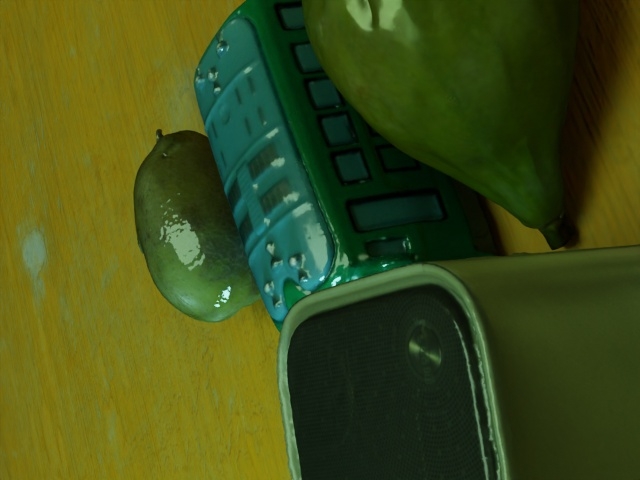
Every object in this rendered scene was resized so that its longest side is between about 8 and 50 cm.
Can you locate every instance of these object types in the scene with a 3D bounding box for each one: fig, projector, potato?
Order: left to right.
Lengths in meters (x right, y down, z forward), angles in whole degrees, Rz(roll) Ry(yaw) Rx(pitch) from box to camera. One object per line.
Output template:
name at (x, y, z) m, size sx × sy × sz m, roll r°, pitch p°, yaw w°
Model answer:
potato at (-0.146, -0.025, 1.348) m, size 0.174 × 0.159 × 0.251 m, roll -34°, pitch 75°, yaw 26°
fig at (0.131, -0.166, 0.874) m, size 0.314 × 0.233 × 0.233 m, roll 43°, pitch 135°, yaw 11°
projector at (0.141, 0.141, 0.812) m, size 0.248 × 0.249 × 0.248 m, roll -20°, pitch 76°, yaw 56°

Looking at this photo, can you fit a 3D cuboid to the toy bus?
toy bus at (0.012, -0.069, 1.046) m, size 0.183 × 0.199 × 0.344 m, roll -47°, pitch 57°, yaw 49°
